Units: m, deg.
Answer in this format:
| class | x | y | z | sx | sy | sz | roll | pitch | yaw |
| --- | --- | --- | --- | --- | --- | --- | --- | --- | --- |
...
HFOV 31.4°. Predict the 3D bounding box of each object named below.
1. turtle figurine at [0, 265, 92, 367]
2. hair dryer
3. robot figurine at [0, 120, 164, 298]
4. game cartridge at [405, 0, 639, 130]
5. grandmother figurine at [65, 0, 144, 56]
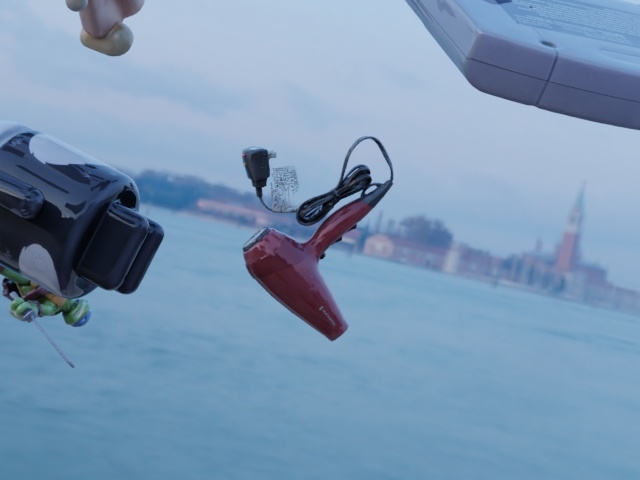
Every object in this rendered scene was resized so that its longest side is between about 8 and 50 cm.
| class | x | y | z | sx | sy | sz | roll | pitch | yaw |
| --- | --- | --- | --- | --- | --- | --- | --- | --- | --- |
| turtle figurine | -0.464 | 0.039 | 1.929 | 0.266 | 0.198 | 0.275 | 43 | -7 | -18 |
| hair dryer | 0.000 | 0.000 | 1.620 | 0.224 | 0.293 | 0.080 | -2 | 6 | -5 |
| robot figurine | -0.334 | -0.039 | 1.398 | 0.278 | 0.173 | 0.209 | 27 | -41 | 13 |
| game cartridge | 0.231 | -0.161 | 0.973 | 0.297 | 0.062 | 0.198 | 7 | 35 | -21 |
| grandmother figurine | -0.290 | -0.391 | 1.431 | 0.104 | 0.207 | 0.342 | -8 | -24 | -5 |
